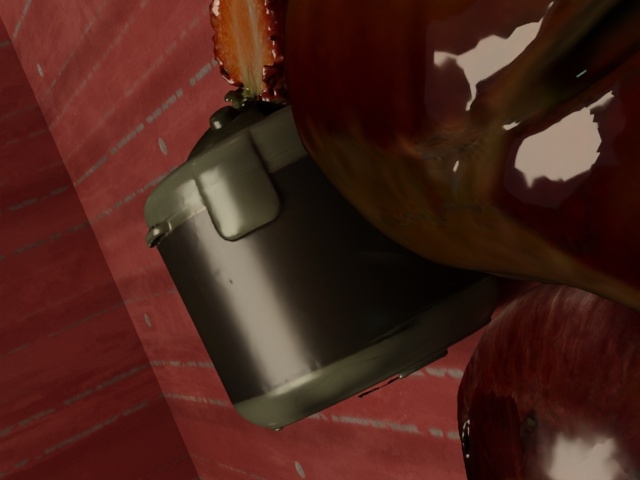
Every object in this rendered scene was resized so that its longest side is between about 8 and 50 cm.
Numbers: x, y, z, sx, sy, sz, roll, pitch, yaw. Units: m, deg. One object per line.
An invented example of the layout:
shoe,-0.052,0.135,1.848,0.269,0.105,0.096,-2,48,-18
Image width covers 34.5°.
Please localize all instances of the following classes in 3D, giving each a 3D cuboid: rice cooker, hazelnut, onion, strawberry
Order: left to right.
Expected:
strawberry,-0.061,-0.259,1.241,0.188,0.106,0.286,16,113,62
rice cooker,0.000,0.000,1.107,0.325,0.335,0.335,64,156,5
hazelnut,0.167,-0.120,0.611,0.409,0.359,0.359,-1,112,56
onion,0.238,0.202,0.830,0.347,0.285,0.348,31,134,38
